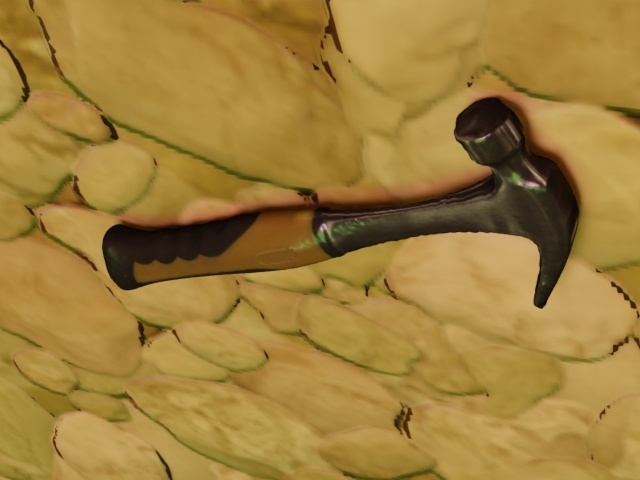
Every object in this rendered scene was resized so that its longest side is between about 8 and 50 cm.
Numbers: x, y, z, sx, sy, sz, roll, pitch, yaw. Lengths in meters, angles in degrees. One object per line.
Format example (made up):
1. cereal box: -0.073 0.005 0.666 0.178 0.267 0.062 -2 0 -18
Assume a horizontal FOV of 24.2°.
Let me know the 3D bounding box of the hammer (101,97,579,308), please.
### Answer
1. hammer: 0.000 0.000 0.519 0.201 0.021 0.078 -9 133 40
